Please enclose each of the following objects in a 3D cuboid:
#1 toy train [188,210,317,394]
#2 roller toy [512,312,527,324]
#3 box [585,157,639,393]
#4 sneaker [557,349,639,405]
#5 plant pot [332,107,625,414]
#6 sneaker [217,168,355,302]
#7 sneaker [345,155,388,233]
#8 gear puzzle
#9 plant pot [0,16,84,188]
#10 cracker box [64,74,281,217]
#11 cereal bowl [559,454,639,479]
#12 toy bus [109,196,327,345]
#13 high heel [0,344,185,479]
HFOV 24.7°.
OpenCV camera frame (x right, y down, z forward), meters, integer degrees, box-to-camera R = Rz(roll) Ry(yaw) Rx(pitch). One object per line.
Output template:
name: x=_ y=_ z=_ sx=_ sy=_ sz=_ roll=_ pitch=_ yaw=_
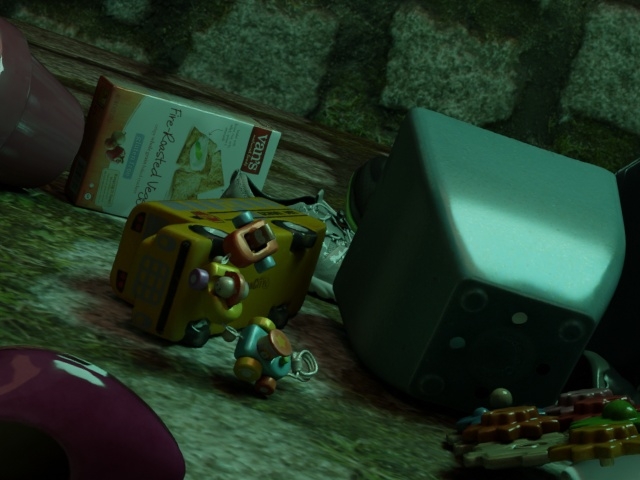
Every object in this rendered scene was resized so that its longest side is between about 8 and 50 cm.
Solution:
toy train: x=-0.050 y=0.053 z=1.312 sx=0.046 sy=0.166 sz=0.125 roll=-28 pitch=-6 yaw=40
roller toy: x=0.328 y=0.070 z=1.792 sx=0.191 sy=0.209 sz=0.146 roll=-33 pitch=41 yaw=-28
box: x=0.600 y=0.054 z=1.523 sx=0.480 sy=0.297 sz=0.472 roll=19 pitch=-20 yaw=-14
sneaker: x=0.318 y=0.191 z=1.448 sx=0.130 sy=0.087 sz=0.227 roll=18 pitch=15 yaw=-18
plant pot: x=0.171 y=0.052 z=1.500 sx=0.248 sy=0.247 sz=0.252 roll=17 pitch=26 yaw=-11
sneaker: x=0.000 y=0.000 z=1.754 sx=0.281 sy=0.115 sz=0.105 roll=18 pitch=11 yaw=-6
sneaker: x=0.182 y=-0.038 z=2.030 sx=0.185 sy=0.202 sz=0.483 roll=15 pitch=12 yaw=-25
gear puzzle: x=0.199 y=0.151 z=1.211 sx=0.175 sy=0.044 sz=0.339 roll=-8 pitch=-2 yaw=0
plant pot: x=-0.381 y=-0.149 z=1.691 sx=0.201 sy=0.201 sz=0.180 roll=28 pitch=-2 yaw=38
cracker box: x=-0.182 y=-0.098 z=1.815 sx=0.232 sy=0.155 sz=0.067 roll=13 pitch=13 yaw=-28
cereal bowl: x=0.353 y=0.217 z=1.073 sx=0.339 sy=0.141 sz=0.339 roll=-9 pitch=-1 yaw=0
toy bus: x=-0.103 y=0.022 z=1.489 sx=0.130 sy=0.108 sz=0.333 roll=23 pitch=12 yaw=21
high heel: x=-0.228 y=0.144 z=0.798 sx=0.377 sy=0.127 sz=0.181 roll=17 pitch=39 yaw=-32
